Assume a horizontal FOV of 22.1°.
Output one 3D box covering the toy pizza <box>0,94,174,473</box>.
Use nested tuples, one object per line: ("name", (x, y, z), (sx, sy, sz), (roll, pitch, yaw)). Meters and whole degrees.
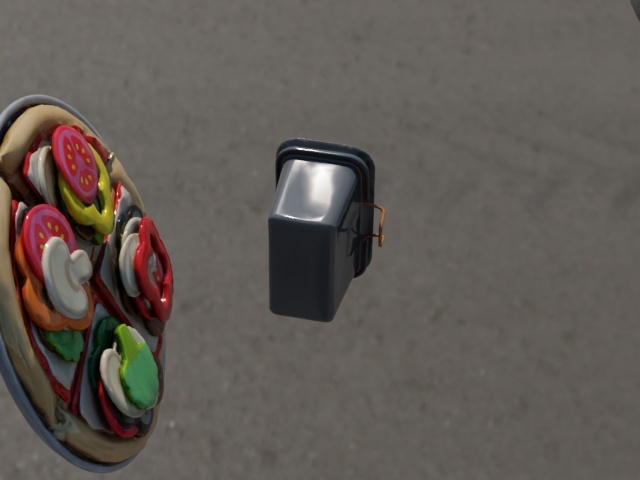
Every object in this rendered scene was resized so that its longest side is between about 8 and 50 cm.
("toy pizza", (-0.119, 0.020, 0.856), (0.032, 0.201, 0.201), (-12, 28, 17))

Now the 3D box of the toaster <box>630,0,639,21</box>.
("toaster", (0.267, -0.196, 0.869), (0.227, 0.146, 0.129), (-43, 67, -13))

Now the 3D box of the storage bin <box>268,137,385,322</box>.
("storage bin", (0.000, 0.000, 1.350), (0.098, 0.135, 0.091), (9, 41, 9))
